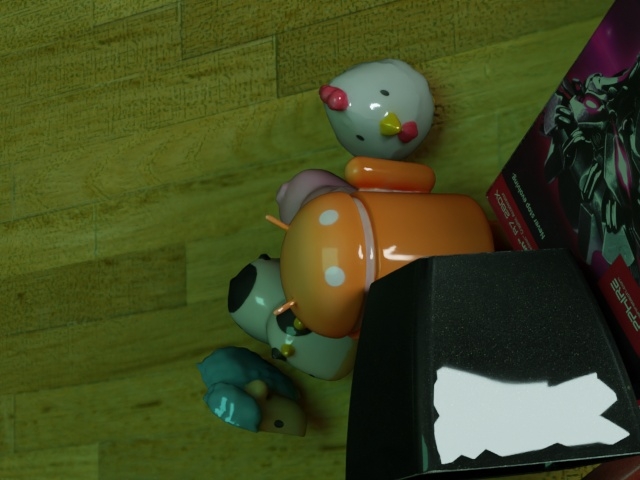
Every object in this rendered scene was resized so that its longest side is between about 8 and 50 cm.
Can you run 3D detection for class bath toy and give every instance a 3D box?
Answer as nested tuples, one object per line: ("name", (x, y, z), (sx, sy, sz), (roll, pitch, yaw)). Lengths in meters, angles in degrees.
("bath toy", (0.000, 0.000, 1.771), (0.151, 0.129, 0.348), (28, 100, 27))

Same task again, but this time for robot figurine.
("robot figurine", (0.061, 0.023, 1.661), (0.128, 0.219, 0.158), (-123, 38, -59))

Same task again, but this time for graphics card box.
("graphics card box", (0.273, -0.053, 1.487), (0.233, 0.094, 0.371), (66, 147, 26))

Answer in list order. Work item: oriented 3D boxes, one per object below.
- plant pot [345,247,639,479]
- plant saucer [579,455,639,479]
("plant pot", (0.124, 0.099, 1.534), (0.188, 0.187, 0.167), (150, 115, -70))
("plant saucer", (0.267, 0.288, 1.510), (0.258, 0.048, 0.259), (-44, 68, 35))
